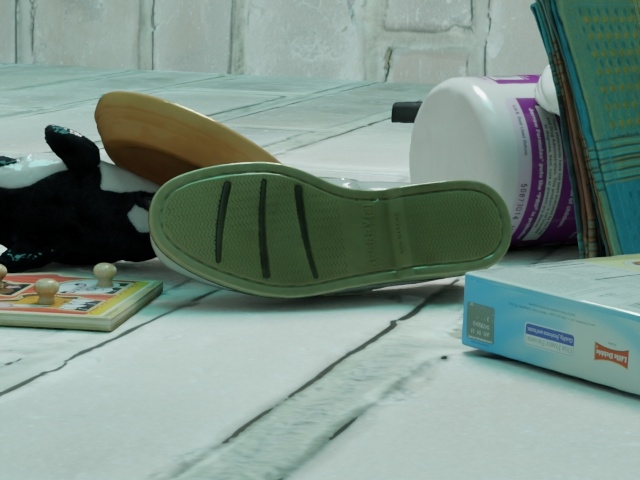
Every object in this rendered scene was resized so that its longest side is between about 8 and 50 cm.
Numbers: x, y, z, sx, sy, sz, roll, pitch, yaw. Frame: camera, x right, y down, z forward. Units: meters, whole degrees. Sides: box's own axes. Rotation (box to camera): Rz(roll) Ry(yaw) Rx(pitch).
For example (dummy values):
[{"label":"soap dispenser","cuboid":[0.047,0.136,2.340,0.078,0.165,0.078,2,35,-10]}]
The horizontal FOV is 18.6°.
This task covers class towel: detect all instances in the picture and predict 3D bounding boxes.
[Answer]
[{"label":"towel","cuboid":[0.319,-0.098,1.753,0.040,0.271,0.370,-13,-3,38]}]

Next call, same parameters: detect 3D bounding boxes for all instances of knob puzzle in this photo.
[{"label":"knob puzzle","cuboid":[-0.237,0.036,1.539,0.213,0.030,0.213,1,9,0]}]

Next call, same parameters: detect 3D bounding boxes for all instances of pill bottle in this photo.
[{"label":"pill bottle","cuboid":[0.253,-0.080,1.914,0.301,0.169,0.169,-3,10,-27]}]

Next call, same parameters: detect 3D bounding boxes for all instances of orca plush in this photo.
[{"label":"orca plush","cuboid":[-0.263,-0.026,1.687,0.287,0.151,0.102,24,47,-13]}]

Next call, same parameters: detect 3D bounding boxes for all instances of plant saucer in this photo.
[{"label":"plant saucer","cuboid":[-0.110,-0.063,1.690,0.200,0.037,0.200,24,-16,7]}]

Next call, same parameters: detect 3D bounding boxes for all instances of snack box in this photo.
[{"label":"snack box","cuboid":[0.284,0.051,1.431,0.322,0.060,0.187,-5,12,-36]}]

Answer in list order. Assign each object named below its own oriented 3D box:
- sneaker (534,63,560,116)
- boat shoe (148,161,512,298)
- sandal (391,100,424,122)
[{"label":"sneaker","cuboid":[0.265,-0.186,1.814,0.090,0.115,0.232,21,33,9]},{"label":"boat shoe","cuboid":[0.000,0.000,1.608,0.302,0.113,0.103,4,-11,-17]},{"label":"sandal","cuboid":[0.261,-0.083,2.219,0.446,0.107,0.167,10,0,-41]}]
